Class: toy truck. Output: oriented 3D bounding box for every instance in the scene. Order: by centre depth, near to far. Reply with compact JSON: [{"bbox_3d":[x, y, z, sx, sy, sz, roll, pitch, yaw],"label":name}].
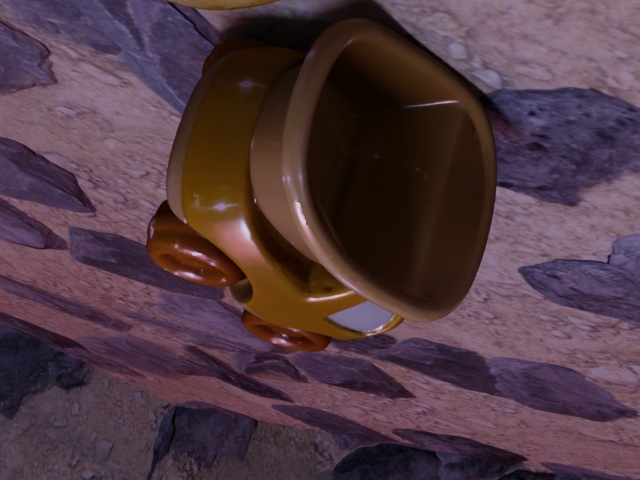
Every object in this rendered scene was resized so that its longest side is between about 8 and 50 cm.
[{"bbox_3d":[0.001,-0.039,0.983,0.211,0.204,0.288,0,155,40],"label":"toy truck"}]

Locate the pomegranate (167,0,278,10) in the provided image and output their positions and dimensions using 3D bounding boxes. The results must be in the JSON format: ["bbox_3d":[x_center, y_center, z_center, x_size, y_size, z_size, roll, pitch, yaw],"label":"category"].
[{"bbox_3d":[-0.050,-0.190,0.592,0.196,0.196,0.196,16,163,5],"label":"pomegranate"}]
